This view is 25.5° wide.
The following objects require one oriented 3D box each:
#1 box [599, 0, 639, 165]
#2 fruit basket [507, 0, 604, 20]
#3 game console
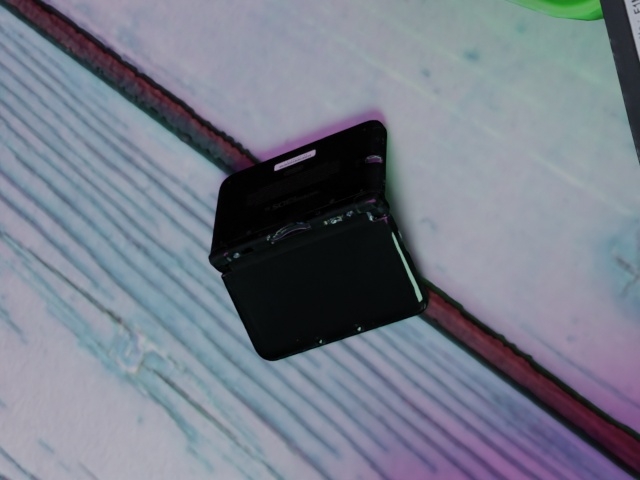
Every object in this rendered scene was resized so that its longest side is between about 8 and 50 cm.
[{"bbox_3d":[0.230,0.049,0.561,0.097,0.318,0.395,-19,75,28],"label":"box"},{"bbox_3d":[0.111,-0.294,0.636,0.283,0.392,0.392,27,97,40],"label":"fruit basket"},{"bbox_3d":[0.000,0.000,0.873,0.122,0.071,0.107,-20,44,25],"label":"game console"}]
